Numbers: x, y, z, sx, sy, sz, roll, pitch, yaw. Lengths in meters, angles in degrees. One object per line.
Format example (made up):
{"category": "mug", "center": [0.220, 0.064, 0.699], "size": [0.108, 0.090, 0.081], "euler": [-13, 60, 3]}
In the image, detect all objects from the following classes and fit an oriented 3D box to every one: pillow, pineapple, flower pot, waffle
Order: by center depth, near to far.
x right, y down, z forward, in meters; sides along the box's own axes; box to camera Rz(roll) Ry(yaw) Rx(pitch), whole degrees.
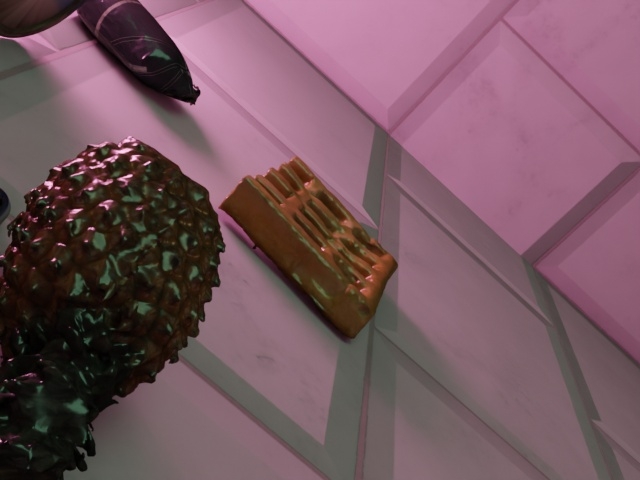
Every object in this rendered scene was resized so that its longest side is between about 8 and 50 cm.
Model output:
{"category": "pineapple", "center": [-0.197, 0.068, 0.760], "size": [0.202, 0.202, 0.362], "euler": [38, 26, -18]}
{"category": "flower pot", "center": [-0.436, -0.435, 1.277], "size": [0.202, 0.212, 0.212], "euler": [52, 18, 2]}
{"category": "waffle", "center": [-0.001, 0.001, 1.520], "size": [0.304, 0.077, 0.348], "euler": [45, 18, 0]}
{"category": "pillow", "center": [-0.334, -0.371, 1.596], "size": [0.335, 0.092, 0.161], "euler": [49, 14, 13]}

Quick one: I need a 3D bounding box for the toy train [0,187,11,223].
{"category": "toy train", "center": [-0.341, -0.018, 0.853], "size": [0.055, 0.048, 0.252], "euler": [42, 17, -13]}
